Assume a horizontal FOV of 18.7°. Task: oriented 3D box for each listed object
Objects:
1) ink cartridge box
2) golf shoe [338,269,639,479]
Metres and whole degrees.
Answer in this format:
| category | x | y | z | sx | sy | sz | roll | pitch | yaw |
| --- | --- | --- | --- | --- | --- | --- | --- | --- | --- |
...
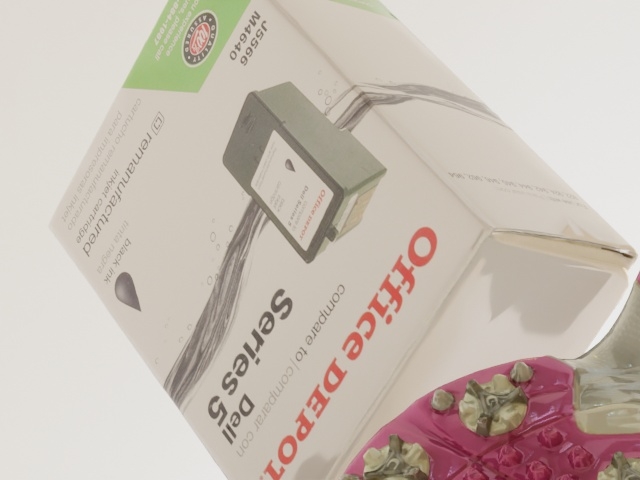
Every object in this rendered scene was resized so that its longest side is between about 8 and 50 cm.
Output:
| category | x | y | z | sx | sy | sz | roll | pitch | yaw |
| --- | --- | --- | --- | --- | --- | --- | --- | --- | --- |
| ink cartridge box | 0.000 | 0.000 | 0.992 | 0.273 | 0.115 | 0.198 | 49 | 117 | 40 |
| golf shoe | 0.122 | 0.096 | 0.764 | 0.306 | 0.115 | 0.140 | -32 | -40 | -18 |
